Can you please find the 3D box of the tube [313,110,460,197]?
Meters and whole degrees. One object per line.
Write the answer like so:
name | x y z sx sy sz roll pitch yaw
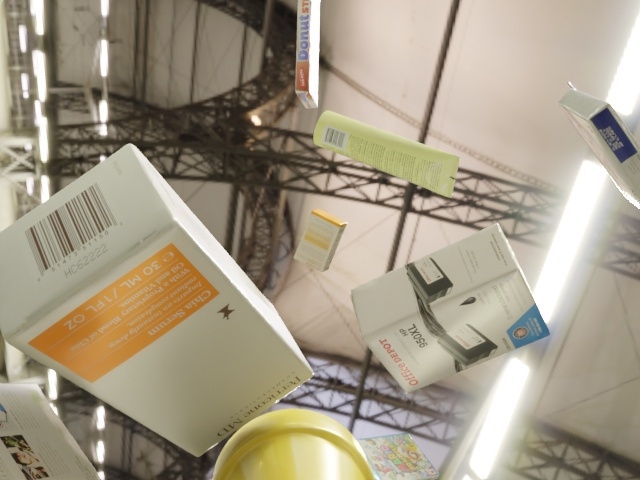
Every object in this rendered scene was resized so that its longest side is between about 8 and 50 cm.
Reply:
tube | 0.106 -0.141 1.184 0.240 0.070 0.062 23 -84 18

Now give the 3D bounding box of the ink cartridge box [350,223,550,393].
ink cartridge box | 0.313 0.176 1.794 0.285 0.395 0.166 53 17 -41

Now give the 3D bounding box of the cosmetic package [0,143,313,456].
cosmetic package | -0.206 0.108 0.999 0.161 0.230 0.453 53 -2 36

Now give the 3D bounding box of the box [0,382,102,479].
box | -0.370 0.257 0.800 0.058 0.322 0.232 -45 -110 4

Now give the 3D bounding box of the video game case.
video game case | 0.146 0.440 1.480 0.119 0.166 0.015 49 -57 42

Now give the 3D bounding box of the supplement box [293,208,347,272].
supplement box | 0.000 0.000 1.340 0.062 0.036 0.098 28 -73 18

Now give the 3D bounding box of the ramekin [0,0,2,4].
ramekin | -0.387 -0.285 0.615 0.304 0.148 0.303 5 -82 36

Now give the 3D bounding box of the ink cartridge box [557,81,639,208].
ink cartridge box | 0.479 -0.148 1.216 0.223 0.045 0.224 49 15 -14

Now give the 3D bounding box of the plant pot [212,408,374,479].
plant pot | -0.032 0.398 1.061 0.239 0.254 0.253 -151 -126 -82

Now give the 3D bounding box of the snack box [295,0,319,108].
snack box | -0.018 -0.285 1.060 0.064 0.022 0.178 44 46 -75
